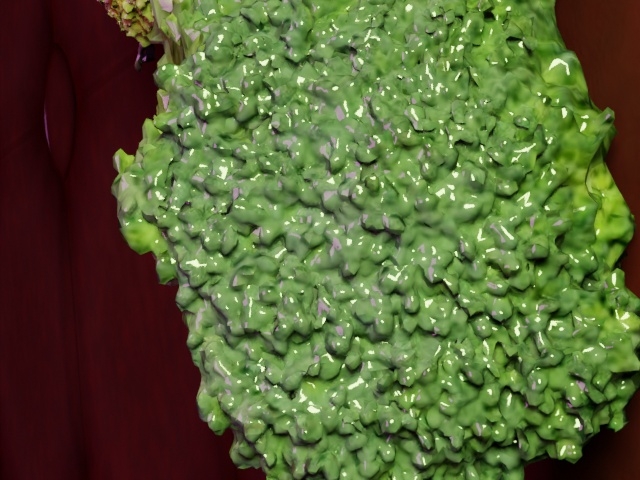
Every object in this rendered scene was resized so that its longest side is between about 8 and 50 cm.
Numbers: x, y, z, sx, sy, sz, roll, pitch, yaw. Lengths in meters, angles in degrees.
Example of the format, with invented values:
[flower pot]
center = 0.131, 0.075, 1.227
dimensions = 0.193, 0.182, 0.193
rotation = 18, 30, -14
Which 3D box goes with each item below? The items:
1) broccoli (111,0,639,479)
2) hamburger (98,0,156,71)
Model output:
[broccoli]
center = 0.014, -0.032, 0.833
dimensions = 0.397, 0.274, 0.353
rotation = -97, 29, -72
[hamburger]
center = -0.095, -0.231, 1.096
dimensions = 0.243, 0.138, 0.262
rotation = -157, 67, -65
